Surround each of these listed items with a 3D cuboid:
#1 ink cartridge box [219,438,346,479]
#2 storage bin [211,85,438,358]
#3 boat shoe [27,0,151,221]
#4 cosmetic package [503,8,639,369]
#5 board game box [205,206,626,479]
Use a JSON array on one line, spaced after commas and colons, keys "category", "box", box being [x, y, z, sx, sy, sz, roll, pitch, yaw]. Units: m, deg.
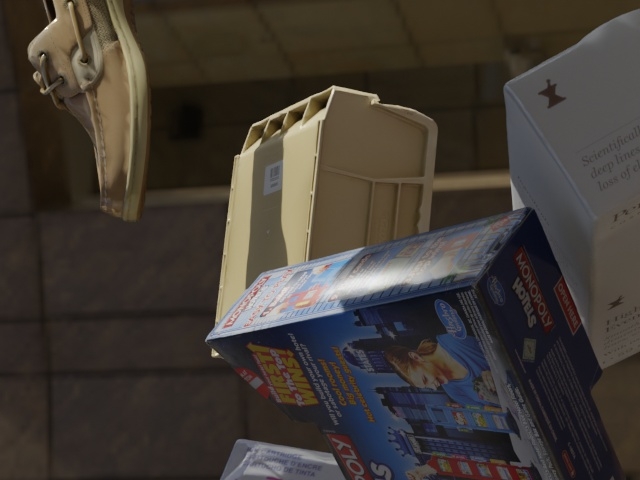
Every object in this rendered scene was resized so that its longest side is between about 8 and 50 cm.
[{"category": "ink cartridge box", "box": [0.055, 0.250, 1.149, 0.311, 0.186, 0.065, 73, -149, -47]}, {"category": "storage bin", "box": [0.000, 0.000, 1.705, 0.262, 0.123, 0.260, 166, 112, -68]}, {"category": "boat shoe", "box": [-0.234, -0.175, 1.682, 0.121, 0.110, 0.341, 113, 149, -65]}, {"category": "cosmetic package", "box": [0.163, -0.024, 0.849, 0.085, 0.117, 0.231, 59, 177, 22]}, {"category": "board game box", "box": [0.046, 0.075, 0.856, 0.060, 0.194, 0.194, -49, -54, -36]}]
